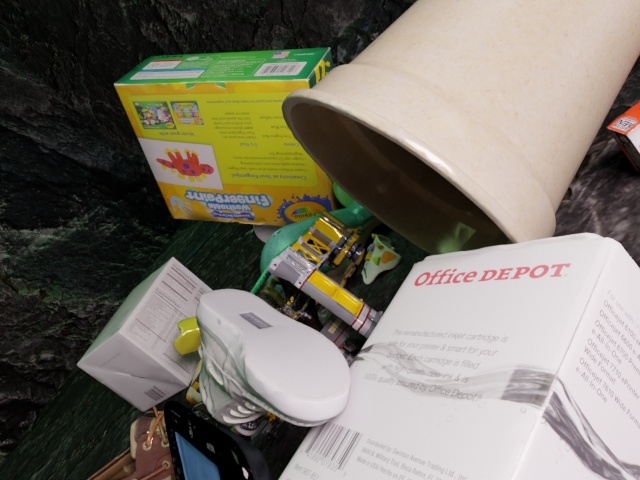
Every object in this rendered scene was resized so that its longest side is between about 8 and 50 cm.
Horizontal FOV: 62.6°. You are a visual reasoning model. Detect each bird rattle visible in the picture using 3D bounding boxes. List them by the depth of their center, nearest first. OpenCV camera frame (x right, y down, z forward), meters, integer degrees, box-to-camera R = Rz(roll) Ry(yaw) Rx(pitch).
[{"bbox_3d":[-0.158,0.213,0.982,0.254,0.143,0.206,-13,46,36],"label":"bird rattle"}]

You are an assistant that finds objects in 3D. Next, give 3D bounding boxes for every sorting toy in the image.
[{"bbox_3d":[0.093,0.035,0.894,0.075,0.045,0.083,-61,14,15],"label":"sorting toy"}]

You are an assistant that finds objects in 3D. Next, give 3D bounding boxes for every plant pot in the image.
[{"bbox_3d":[0.181,-0.161,0.593,0.305,0.334,0.334,-52,18,-4],"label":"plant pot"}]

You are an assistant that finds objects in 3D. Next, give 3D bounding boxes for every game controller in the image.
[{"bbox_3d":[-0.128,0.289,0.627,0.067,0.166,0.319,-22,5,-30],"label":"game controller"}]

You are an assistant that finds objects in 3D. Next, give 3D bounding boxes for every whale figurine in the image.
[{"bbox_3d":[0.000,0.000,0.992,0.272,0.141,0.216,-44,18,2],"label":"whale figurine"}]

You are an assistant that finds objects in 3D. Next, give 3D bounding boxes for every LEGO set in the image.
[{"bbox_3d":[-0.012,0.138,0.736,0.331,0.192,0.255,-55,-4,15],"label":"LEGO set"}]

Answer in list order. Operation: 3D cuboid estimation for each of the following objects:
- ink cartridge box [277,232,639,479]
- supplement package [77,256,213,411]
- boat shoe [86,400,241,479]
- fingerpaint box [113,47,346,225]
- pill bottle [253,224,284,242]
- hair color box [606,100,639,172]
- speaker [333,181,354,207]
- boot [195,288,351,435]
[{"bbox_3d":[0.111,0.159,0.417,0.307,0.129,0.223,-54,18,-23],"label":"ink cartridge box"},{"bbox_3d":[-0.388,0.222,1.262,0.199,0.198,0.262,-34,21,33],"label":"supplement package"},{"bbox_3d":[-0.254,0.333,0.845,0.342,0.123,0.123,-41,18,13],"label":"boat shoe"},{"bbox_3d":[-0.175,-0.223,1.199,0.446,0.370,0.163,4,42,20],"label":"fingerpaint box"},{"bbox_3d":[-0.095,-0.092,1.417,0.131,0.131,0.229,-33,21,34],"label":"pill bottle"},{"bbox_3d":[0.390,-0.138,0.555,0.141,0.072,0.043,-40,19,13],"label":"hair color box"},{"bbox_3d":[0.124,-0.192,1.170,0.131,0.131,0.296,-29,24,40],"label":"speaker"},{"bbox_3d":[-0.058,0.146,0.536,0.258,0.095,0.123,26,116,57],"label":"boot"}]
